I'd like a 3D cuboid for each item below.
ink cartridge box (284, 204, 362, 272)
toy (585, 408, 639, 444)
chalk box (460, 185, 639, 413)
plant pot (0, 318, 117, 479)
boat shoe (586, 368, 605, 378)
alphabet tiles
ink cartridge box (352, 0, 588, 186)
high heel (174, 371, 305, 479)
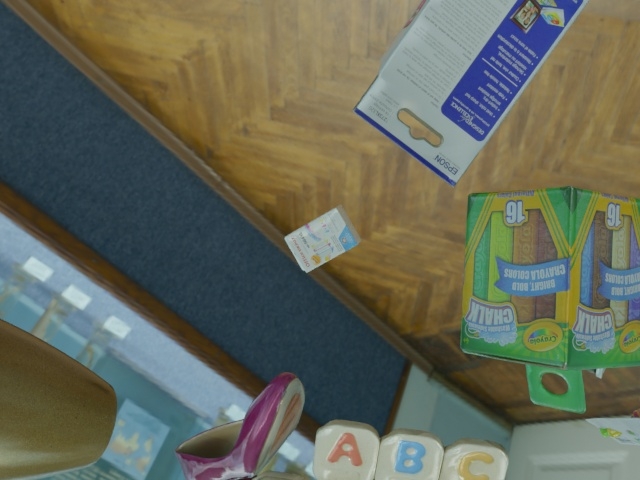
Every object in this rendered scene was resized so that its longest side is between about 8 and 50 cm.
[{"bbox_3d":[0.000,0.000,1.493,0.143,0.090,0.092,-30,92,11],"label":"ink cartridge box"},{"bbox_3d":[0.776,0.440,1.686,0.137,0.056,0.237,35,150,-17],"label":"toy"},{"bbox_3d":[0.230,0.061,0.702,0.132,0.212,0.132,6,175,-35],"label":"chalk box"},{"bbox_3d":[-0.404,0.216,0.908,0.254,0.237,0.237,25,150,-37],"label":"plant pot"},{"bbox_3d":[0.447,0.158,1.193,0.091,0.114,0.302,13,163,26],"label":"boat shoe"},{"bbox_3d":[0.070,0.295,0.666,0.284,0.021,0.277,8,114,3],"label":"alphabet tiles"},{"bbox_3d":[0.211,-0.271,0.931,0.176,0.370,0.069,35,180,-14],"label":"ink cartridge box"},{"bbox_3d":[-0.094,0.198,0.750,0.117,0.082,0.244,33,136,15],"label":"high heel"}]
